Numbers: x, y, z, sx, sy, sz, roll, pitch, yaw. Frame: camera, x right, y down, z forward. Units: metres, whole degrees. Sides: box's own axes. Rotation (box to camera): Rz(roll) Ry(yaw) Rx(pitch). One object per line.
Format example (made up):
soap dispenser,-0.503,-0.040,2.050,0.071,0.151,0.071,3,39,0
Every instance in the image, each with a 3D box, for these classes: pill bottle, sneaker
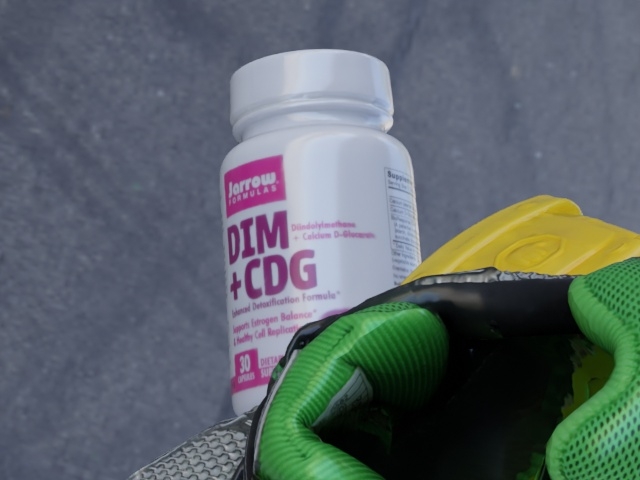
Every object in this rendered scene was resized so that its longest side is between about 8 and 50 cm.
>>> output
pill bottle,0.000,0.000,1.273,0.160,0.160,0.283,20,63,-60
sneaker,0.023,0.068,0.481,0.146,0.343,0.134,30,58,-27

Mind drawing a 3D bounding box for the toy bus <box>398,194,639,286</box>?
toy bus,0.168,0.095,0.856,0.149,0.211,0.220,-33,106,-21
